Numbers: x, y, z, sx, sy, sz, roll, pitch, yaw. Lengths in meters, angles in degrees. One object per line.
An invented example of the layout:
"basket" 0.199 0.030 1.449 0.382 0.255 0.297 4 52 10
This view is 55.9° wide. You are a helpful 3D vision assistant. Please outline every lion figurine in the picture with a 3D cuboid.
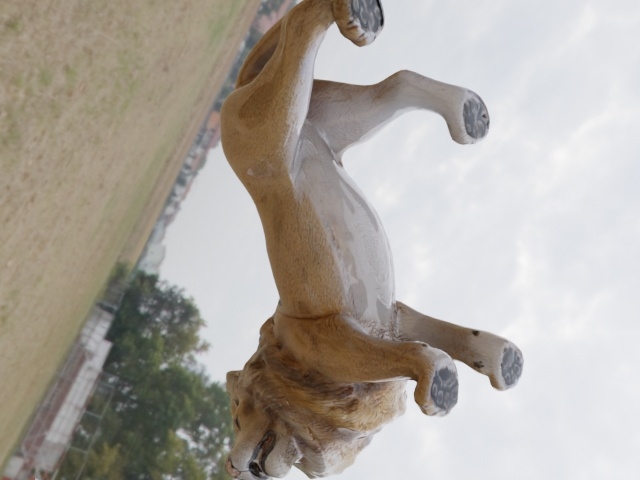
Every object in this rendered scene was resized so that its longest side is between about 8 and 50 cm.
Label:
"lion figurine" 0.000 0.000 0.440 0.240 0.142 0.392 2 -80 49

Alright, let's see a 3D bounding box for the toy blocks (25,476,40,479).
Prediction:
"toy blocks" -0.160 0.305 0.477 0.190 0.261 0.381 -49 -167 -10
